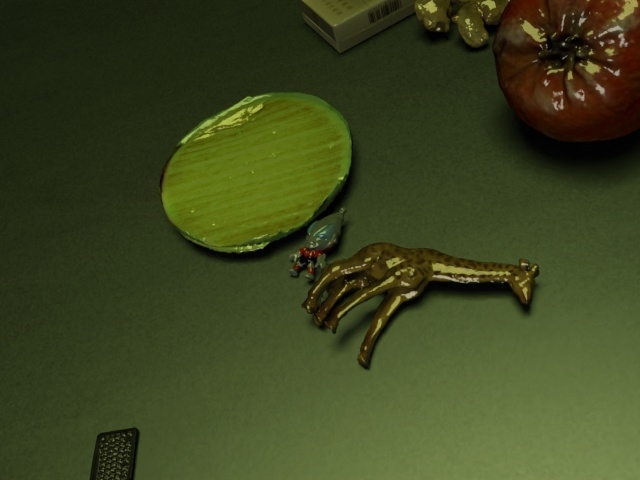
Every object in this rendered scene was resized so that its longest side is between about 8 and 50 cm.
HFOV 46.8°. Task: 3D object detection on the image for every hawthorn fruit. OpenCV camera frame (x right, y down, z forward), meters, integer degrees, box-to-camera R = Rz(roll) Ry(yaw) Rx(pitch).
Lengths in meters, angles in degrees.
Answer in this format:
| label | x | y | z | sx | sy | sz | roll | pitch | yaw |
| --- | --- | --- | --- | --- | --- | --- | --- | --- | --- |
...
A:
| label | x | y | z | sx | sy | sz | roll | pitch | yaw |
| --- | --- | --- | --- | --- | --- | --- | --- | --- | --- |
| hawthorn fruit | 0.364 | -0.255 | 0.963 | 0.241 | 0.242 | 0.271 | 26 | 32 | 33 |

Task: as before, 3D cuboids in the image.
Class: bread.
| label | x | y | z | sx | sy | sz | roll | pitch | yaw |
| --- | --- | --- | --- | --- | --- | --- | --- | --- | --- |
| bread | -0.090 | -0.102 | 1.073 | 0.301 | 0.045 | 0.301 | -10 | 51 | 12 |

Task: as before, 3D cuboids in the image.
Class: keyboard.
| label | x | y | z | sx | sy | sz | roll | pitch | yaw |
| --- | --- | --- | --- | --- | --- | --- | --- | --- | --- |
| keyboard | -0.235 | 0.283 | 0.823 | 0.053 | 0.010 | 0.155 | -11 | 49 | 7 |

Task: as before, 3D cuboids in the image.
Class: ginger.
| label | x | y | z | sx | sy | sz | roll | pitch | yaw |
| --- | --- | --- | --- | --- | --- | --- | --- | --- | --- |
| ginger | 0.259 | -0.361 | 1.163 | 0.258 | 0.065 | 0.149 | 36 | 84 | 23 |

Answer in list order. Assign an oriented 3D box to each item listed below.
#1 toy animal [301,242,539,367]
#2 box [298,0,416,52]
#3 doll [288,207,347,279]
| label | x | y | z | sx | sy | sz | roll | pitch | yaw |
| --- | --- | --- | --- | --- | --- | --- | --- | --- | --- |
| toy animal | 0.113 | 0.052 | 0.876 | 0.275 | 0.054 | 0.149 | -19 | 51 | 1 |
| box | 0.079 | -0.417 | 1.270 | 0.201 | 0.058 | 0.141 | -32 | 49 | -9 |
| doll | -0.001 | -0.001 | 0.965 | 0.114 | 0.039 | 0.057 | -58 | 15 | -18 |
